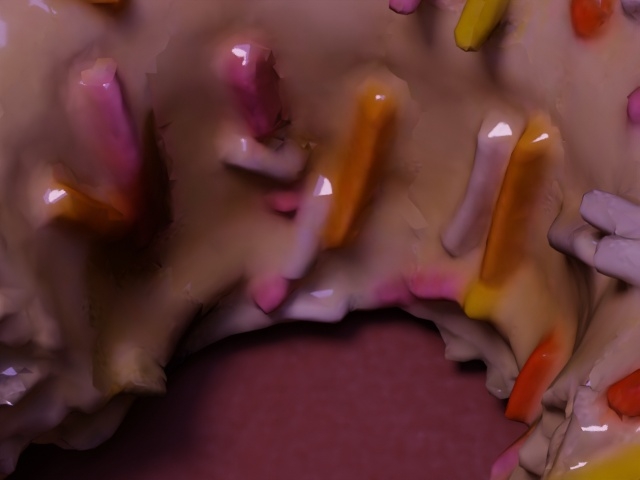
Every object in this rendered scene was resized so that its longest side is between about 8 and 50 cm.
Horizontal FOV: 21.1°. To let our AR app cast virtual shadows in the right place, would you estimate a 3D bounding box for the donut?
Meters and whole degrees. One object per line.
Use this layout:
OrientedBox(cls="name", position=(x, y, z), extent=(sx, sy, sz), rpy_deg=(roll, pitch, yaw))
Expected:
OrientedBox(cls="donut", position=(0.010, -0.004, 0.445), extent=(0.371, 0.150, 0.307), rpy_deg=(12, 57, 16))
